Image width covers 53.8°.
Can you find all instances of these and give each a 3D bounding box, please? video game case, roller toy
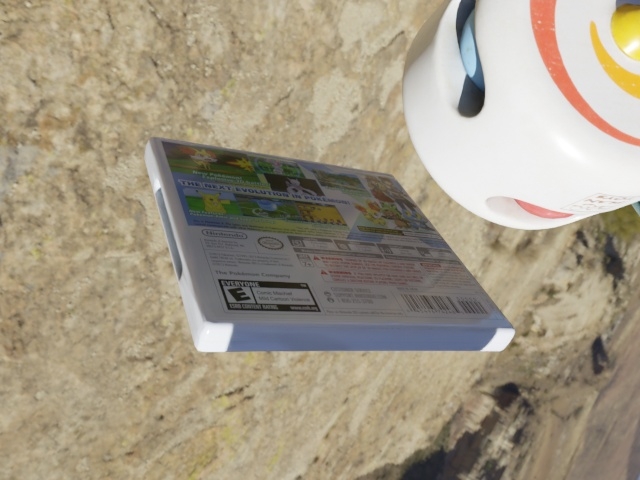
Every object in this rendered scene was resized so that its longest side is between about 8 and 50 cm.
[{"bbox_3d":[0.000,0.000,0.667,0.329,0.300,0.036,5,125,-28],"label":"video game case"},{"bbox_3d":[0.168,-0.109,0.428,0.191,0.209,0.146,-44,-175,-21],"label":"roller toy"}]

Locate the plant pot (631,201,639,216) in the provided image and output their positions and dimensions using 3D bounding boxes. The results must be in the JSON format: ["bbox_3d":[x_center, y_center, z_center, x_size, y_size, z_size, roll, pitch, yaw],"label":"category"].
[{"bbox_3d":[0.428,-0.087,0.502,0.196,0.293,0.292,20,99,-30],"label":"plant pot"}]
